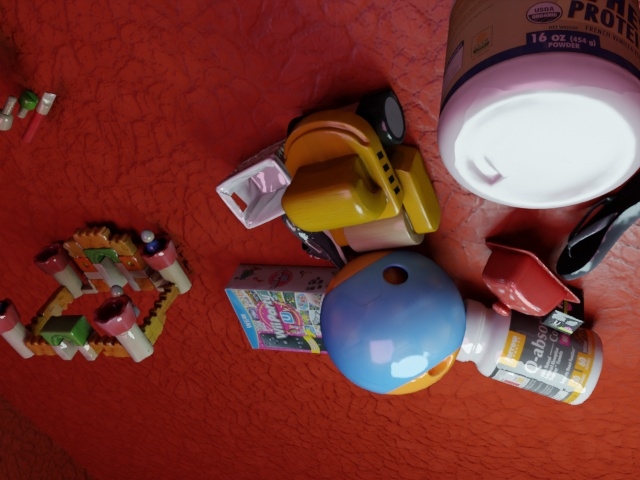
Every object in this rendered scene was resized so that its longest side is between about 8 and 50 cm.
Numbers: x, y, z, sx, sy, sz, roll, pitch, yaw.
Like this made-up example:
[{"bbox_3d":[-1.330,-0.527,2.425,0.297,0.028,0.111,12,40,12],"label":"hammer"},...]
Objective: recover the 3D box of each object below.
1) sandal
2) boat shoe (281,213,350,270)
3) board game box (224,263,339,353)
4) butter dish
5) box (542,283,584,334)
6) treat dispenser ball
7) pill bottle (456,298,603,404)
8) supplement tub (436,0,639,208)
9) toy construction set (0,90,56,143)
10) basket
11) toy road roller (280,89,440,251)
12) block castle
[{"bbox_3d":[0.485,-0.036,1.000,0.054,0.097,0.254,26,126,-5],"label":"sandal"},{"bbox_3d":[0.000,0.000,1.212,0.079,0.084,0.233,-26,138,11],"label":"boat shoe"},{"bbox_3d":[-0.049,0.170,1.417,0.303,0.097,0.224,1,131,23],"label":"board game box"},{"bbox_3d":[0.373,0.091,1.107,0.160,0.118,0.160,41,175,-17],"label":"butter dish"},{"bbox_3d":[0.484,0.134,1.163,0.062,0.083,0.052,22,136,1],"label":"box"},{"bbox_3d":[0.142,0.159,1.160,0.288,0.288,0.288,12,135,12],"label":"treat dispenser ball"},{"bbox_3d":[0.423,0.226,1.223,0.278,0.162,0.162,17,136,6],"label":"pill bottle"},{"bbox_3d":[0.268,-0.223,0.716,0.228,0.316,0.228,9,149,5],"label":"supplement tub"},{"bbox_3d":[-0.665,-0.345,1.117,0.309,0.257,0.237,25,128,-32],"label":"toy construction set"},{"bbox_3d":[-0.102,-0.115,1.152,0.167,0.103,0.113,-21,116,37],"label":"basket"},{"bbox_3d":[0.058,-0.078,1.025,0.202,0.240,0.329,-9,127,30],"label":"toy road roller"},{"bbox_3d":[-0.579,0.123,1.446,0.453,0.303,0.213,-4,129,25],"label":"block castle"}]
